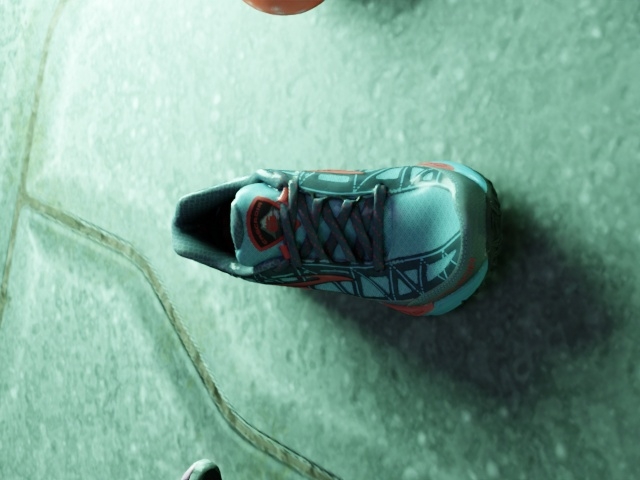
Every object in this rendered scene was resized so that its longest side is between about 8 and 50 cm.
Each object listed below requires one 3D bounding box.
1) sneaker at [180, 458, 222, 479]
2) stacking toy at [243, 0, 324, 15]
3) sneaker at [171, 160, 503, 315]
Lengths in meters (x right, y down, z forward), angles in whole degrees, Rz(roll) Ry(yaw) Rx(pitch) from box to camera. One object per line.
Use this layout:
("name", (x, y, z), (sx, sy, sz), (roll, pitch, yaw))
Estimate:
("sneaker", (-0.080, 0.229, 1.039), (0.057, 0.047, 0.119), (6, 100, 39))
("stacking toy", (0.000, -0.318, 0.927), (0.141, 0.141, 0.330), (27, 114, 43))
("sneaker", (0.000, 0.000, 0.903), (0.262, 0.125, 0.104), (-3, 87, 45))
